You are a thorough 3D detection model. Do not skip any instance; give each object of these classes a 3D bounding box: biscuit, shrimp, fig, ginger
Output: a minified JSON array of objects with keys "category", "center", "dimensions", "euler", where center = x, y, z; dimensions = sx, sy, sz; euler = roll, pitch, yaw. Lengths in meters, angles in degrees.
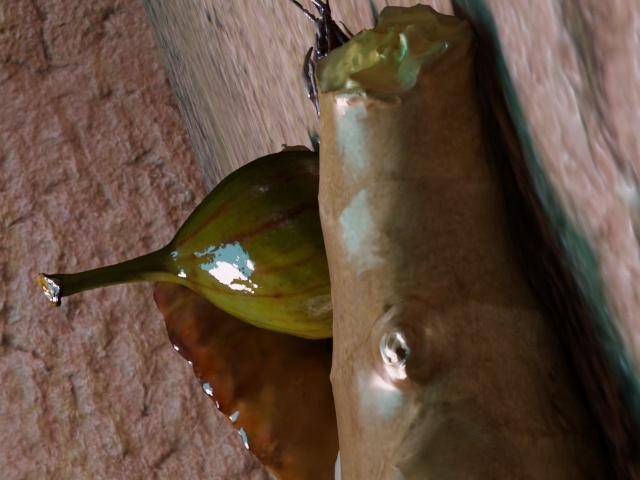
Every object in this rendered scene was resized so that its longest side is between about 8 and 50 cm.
[{"category":"biscuit","center":[-0.017,0.120,1.219],"dimensions":[0.326,0.107,0.326],"euler":[50,-172,-10]},{"category":"shrimp","center":[0.022,-0.084,0.876],"dimensions":[0.065,0.056,0.165],"euler":[86,169,-87]},{"category":"fig","center":[-0.071,0.025,1.057],"dimensions":[0.151,0.259,0.151],"euler":[-19,-90,-88]},{"category":"ginger","center":[0.091,0.083,0.694],"dimensions":[0.236,0.166,0.376],"euler":[20,-110,-54]}]

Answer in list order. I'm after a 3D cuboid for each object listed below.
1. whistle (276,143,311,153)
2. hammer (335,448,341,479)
[{"category":"whistle","center":[0.000,0.000,1.259],"dimensions":[0.107,0.057,0.220],"euler":[74,172,-60]},{"category":"hammer","center":[0.107,0.264,0.946],"dimensions":[0.202,0.113,0.305],"euler":[-114,4,-59]}]
